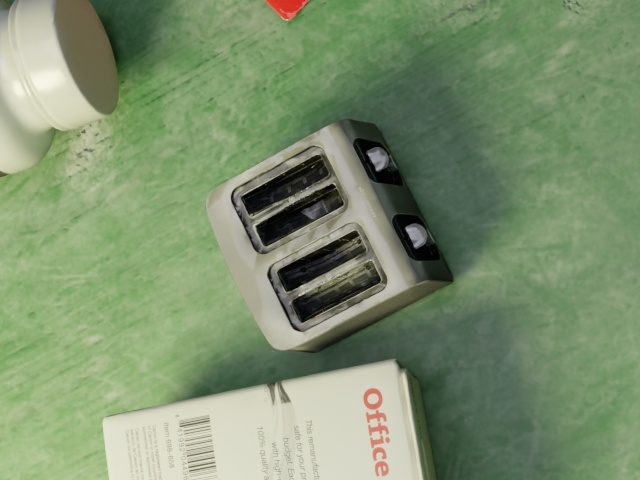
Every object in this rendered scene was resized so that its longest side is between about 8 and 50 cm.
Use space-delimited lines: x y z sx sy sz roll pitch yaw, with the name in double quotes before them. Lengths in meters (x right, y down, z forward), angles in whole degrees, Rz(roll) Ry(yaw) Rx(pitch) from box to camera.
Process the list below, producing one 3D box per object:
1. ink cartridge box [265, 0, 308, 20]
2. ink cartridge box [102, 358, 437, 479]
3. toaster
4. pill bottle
"ink cartridge box" -0.004 -0.331 1.360 0.134 0.078 0.231 45 99 13
"ink cartridge box" -0.034 0.229 1.300 0.273 0.114 0.197 -12 76 11
"toaster" 0.000 0.000 1.325 0.186 0.110 0.168 -28 79 13
"pill bottle" -0.359 -0.132 1.396 0.319 0.176 0.176 -16 83 14
